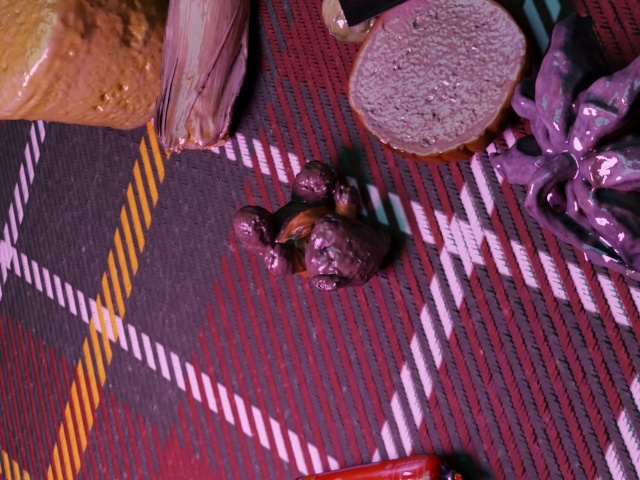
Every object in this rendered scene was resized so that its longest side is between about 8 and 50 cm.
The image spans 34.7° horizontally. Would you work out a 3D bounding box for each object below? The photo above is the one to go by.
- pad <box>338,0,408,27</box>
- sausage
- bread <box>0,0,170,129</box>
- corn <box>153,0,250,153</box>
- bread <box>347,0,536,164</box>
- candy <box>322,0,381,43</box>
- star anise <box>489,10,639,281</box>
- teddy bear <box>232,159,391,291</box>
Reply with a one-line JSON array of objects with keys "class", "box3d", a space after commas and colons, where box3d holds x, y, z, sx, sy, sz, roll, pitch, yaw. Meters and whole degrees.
[{"class": "pad", "box3d": [0.085, -0.347, 1.339, 0.143, 0.003, 0.211, -24, 34, 7]}, {"class": "sausage", "box3d": [0.074, 0.323, 1.324, 0.274, 0.074, 0.074, -21, 71, 38]}, {"class": "bread", "box3d": [-0.404, -0.340, 1.680, 0.348, 0.307, 0.348, -19, 64, 45]}, {"class": "corn", "box3d": [-0.184, -0.280, 1.600, 0.122, 0.123, 0.305, 179, 97, -68]}, {"class": "bread", "box3d": [0.151, -0.208, 1.281, 0.236, 0.070, 0.236, -4, 81, 23]}, {"class": "candy", "box3d": [0.115, -0.241, 1.369, 0.093, 0.092, 0.335, -35, 64, -9]}, {"class": "star anise", "box3d": [0.306, -0.089, 1.103, 0.359, 0.139, 0.316, -3, 107, 56]}, {"class": "teddy bear", "box3d": [0.000, 0.000, 1.399, 0.190, 0.177, 0.140, 32, 150, 41]}]
